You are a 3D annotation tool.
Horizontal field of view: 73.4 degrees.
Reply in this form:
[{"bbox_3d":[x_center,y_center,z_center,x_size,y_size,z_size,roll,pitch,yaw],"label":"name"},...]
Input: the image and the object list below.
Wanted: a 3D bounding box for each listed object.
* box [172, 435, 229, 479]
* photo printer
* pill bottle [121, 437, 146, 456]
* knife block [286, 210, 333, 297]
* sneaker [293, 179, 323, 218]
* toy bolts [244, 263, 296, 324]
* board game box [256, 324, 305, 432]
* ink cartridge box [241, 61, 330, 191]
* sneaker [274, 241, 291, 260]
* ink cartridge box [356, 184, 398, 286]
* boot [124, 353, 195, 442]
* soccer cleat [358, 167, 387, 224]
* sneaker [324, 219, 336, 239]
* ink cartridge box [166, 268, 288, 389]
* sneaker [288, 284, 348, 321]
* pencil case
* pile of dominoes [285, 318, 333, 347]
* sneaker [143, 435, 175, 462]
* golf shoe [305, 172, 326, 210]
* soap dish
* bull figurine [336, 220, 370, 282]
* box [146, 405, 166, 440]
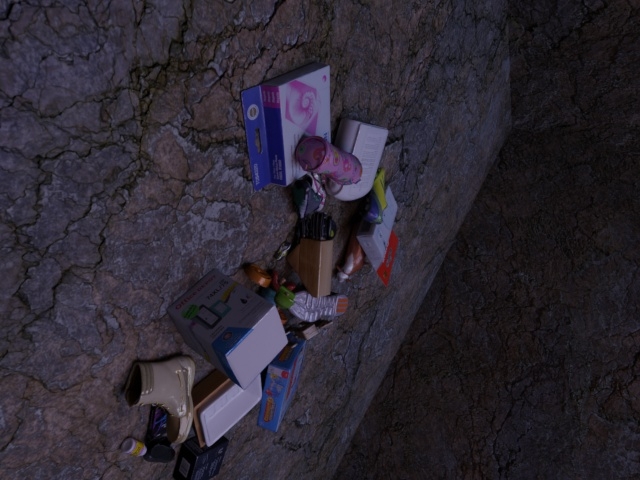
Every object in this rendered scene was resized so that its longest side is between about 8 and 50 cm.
[{"bbox_3d":[-0.444,0.814,1.602,0.158,0.093,0.156,2,110,-56],"label":"box"},{"bbox_3d":[0.136,-0.305,1.672,0.256,0.107,0.308,-12,122,-54],"label":"photo printer"},{"bbox_3d":[-0.573,0.640,1.326,0.043,0.043,0.083,-52,147,-21],"label":"pill bottle"},{"bbox_3d":[-0.001,0.039,1.592,0.242,0.276,0.088,-45,159,29],"label":"knife block"},{"bbox_3d":[-0.037,-0.156,1.468,0.098,0.083,0.224,-22,165,-14],"label":"sneaker"},{"bbox_3d":[-0.199,0.197,1.506,0.159,0.218,0.228,-53,-177,6],"label":"toy bolts"},{"bbox_3d":[-0.148,0.560,1.775,0.302,0.086,0.309,-51,155,-68],"label":"board game box"},{"bbox_3d":[-0.087,-0.345,1.338,0.330,0.071,0.324,-40,142,-38],"label":"ink cartridge box"},{"bbox_3d":[-0.139,0.041,1.581,0.083,0.031,0.035,-49,160,-17],"label":"sneaker"},{"bbox_3d":[0.306,-0.013,1.990,0.385,0.091,0.308,56,42,-39],"label":"ink cartridge box"},{"bbox_3d":[-0.474,0.479,1.265,0.203,0.095,0.262,13,80,-58],"label":"boot"},{"bbox_3d":[0.242,-0.190,1.846,0.121,0.093,0.289,31,53,-19],"label":"soccer cleat"},{"bbox_3d":[0.000,0.000,1.741,0.069,0.082,0.209,46,51,-30],"label":"sneaker"},{"bbox_3d":[-0.275,0.258,1.286,0.198,0.270,0.197,-45,143,-30],"label":"ink cartridge box"},{"bbox_3d":[-0.052,0.243,1.723,0.321,0.180,0.125,14,90,-46],"label":"sneaker"},{"bbox_3d":[0.037,-0.255,1.420,0.284,0.124,0.124,8,105,-62],"label":"pencil case"},{"bbox_3d":[-0.082,0.348,1.701,0.195,0.251,0.040,-29,97,-26],"label":"pile of dominoes"},{"bbox_3d":[-0.515,0.686,1.418,0.089,0.051,0.170,-42,147,2],"label":"sneaker"},{"bbox_3d":[-0.025,-0.185,1.566,0.085,0.067,0.186,-19,131,-18],"label":"golf shoe"},{"bbox_3d":[-0.346,0.564,1.548,0.290,0.118,0.229,-35,139,-41],"label":"soap dish"},{"bbox_3d":[0.173,0.057,2.001,0.188,0.101,0.311,-7,118,-59],"label":"bull figurine"},{"bbox_3d":[-0.497,0.556,1.396,0.116,0.029,0.162,-10,121,-54],"label":"box"}]
